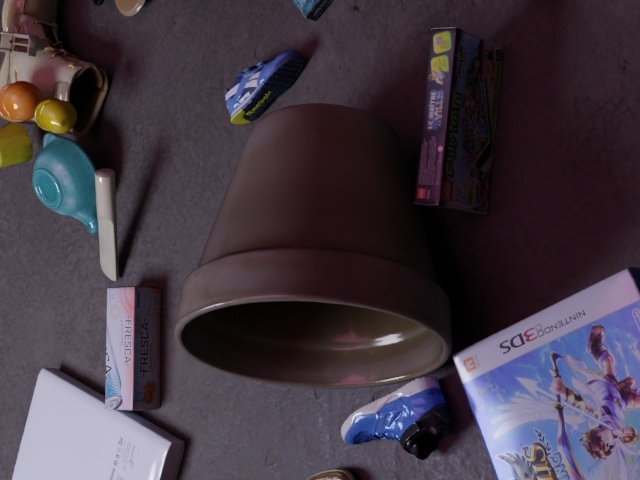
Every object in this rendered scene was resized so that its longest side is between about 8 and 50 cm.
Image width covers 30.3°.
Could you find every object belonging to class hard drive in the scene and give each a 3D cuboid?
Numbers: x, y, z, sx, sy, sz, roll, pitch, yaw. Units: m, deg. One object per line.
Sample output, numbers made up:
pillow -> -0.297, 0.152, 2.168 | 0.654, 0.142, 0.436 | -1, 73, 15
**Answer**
hard drive -> -0.345, 0.342, 1.802 | 0.307, 0.040, 0.203 | 21, 98, 38

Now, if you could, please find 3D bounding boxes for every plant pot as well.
plant pot -> 0.000, 0.000, 1.426 | 0.323, 0.323, 0.280 | -14, 61, 36

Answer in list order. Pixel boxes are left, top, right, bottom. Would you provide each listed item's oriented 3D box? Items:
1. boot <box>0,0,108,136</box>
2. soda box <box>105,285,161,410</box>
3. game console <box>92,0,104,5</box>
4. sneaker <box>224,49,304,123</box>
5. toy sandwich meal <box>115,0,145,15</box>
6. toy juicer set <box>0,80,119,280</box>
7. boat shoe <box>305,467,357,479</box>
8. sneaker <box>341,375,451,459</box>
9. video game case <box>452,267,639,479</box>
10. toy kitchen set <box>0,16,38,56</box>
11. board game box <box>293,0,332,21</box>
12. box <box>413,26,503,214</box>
boot -> -0.423, -0.305, 1.891 | 0.203, 0.095, 0.262 | 16, 97, 38
soda box -> -0.278, 0.159, 1.756 | 0.063, 0.058, 0.183 | -5, 82, 38
game console -> -0.369, -0.448, 1.864 | 0.107, 0.071, 0.122 | -56, 43, 20
sneaker -> -0.083, -0.224, 1.644 | 0.144, 0.053, 0.059 | -38, 62, 28
toy sandwich meal -> -0.287, -0.388, 1.837 | 0.085, 0.029, 0.086 | -3, 86, 41
toy juicer set -> -0.382, -0.119, 1.822 | 0.329, 0.089, 0.209 | 42, 134, 17
boat shoe -> -0.034, 0.353, 1.536 | 0.190, 0.072, 0.068 | -37, 65, 30
sneaker -> 0.094, 0.237, 1.455 | 0.152, 0.058, 0.085 | -33, 58, 24
video game case -> 0.296, 0.201, 1.299 | 0.244, 0.061, 0.270 | -32, 67, 33
toy kitchen set -> -0.494, -0.327, 1.838 | 0.075, 0.083, 0.068 | 14, 99, 37
board game box -> -0.022, -0.410, 1.630 | 0.126, 0.026, 0.186 | -47, 60, 25
box -> 0.165, -0.138, 1.401 | 0.036, 0.114, 0.207 | 5, 89, 38
